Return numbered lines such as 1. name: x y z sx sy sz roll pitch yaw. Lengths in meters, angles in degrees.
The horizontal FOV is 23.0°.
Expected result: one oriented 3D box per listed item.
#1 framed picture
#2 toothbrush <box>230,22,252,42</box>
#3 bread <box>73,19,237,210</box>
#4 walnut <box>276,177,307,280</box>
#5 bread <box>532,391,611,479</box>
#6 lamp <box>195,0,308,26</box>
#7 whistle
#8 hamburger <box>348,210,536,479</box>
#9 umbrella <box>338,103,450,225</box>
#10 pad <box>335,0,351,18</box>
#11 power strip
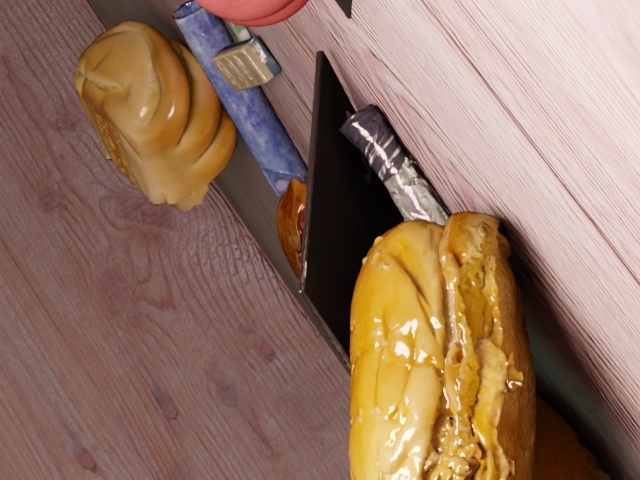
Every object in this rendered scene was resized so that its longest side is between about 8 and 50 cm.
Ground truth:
1. framed picture: 0.038 0.003 1.554 0.324 0.013 0.244 -87 -24 -43
2. toothbrush: -0.122 -0.306 1.950 0.024 0.018 0.257 40 163 46
3. bread: -0.271 -0.234 2.628 0.315 0.211 0.270 38 154 46
4. walnut: 0.000 0.000 2.191 0.207 0.116 0.116 67 170 -23
5. bread: 0.180 0.265 1.695 0.183 0.236 0.388 42 173 -29
6. lamp: -0.061 -0.262 1.259 0.182 0.140 0.182 60 -169 -20
7. whistle: -0.108 -0.197 2.190 0.304 0.062 0.062 59 173 -25
8. hamburger: 0.107 0.121 1.370 0.318 0.158 0.319 -2 -90 -82
9. umbrella: 0.090 -0.051 1.552 0.188 0.046 0.050 54 -160 6
10. pad: -0.017 -0.275 1.402 0.157 0.003 0.112 56 173 10
11. power strip: -0.094 -0.221 1.981 0.056 0.032 0.123 51 162 -14
